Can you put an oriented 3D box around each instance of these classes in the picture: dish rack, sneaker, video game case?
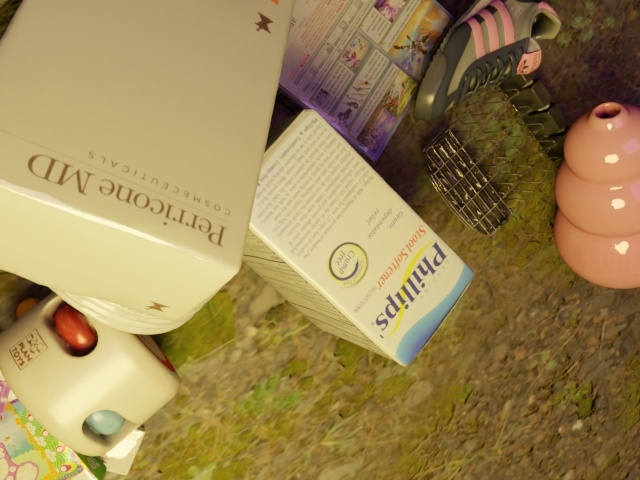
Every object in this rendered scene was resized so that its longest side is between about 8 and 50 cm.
[{"bbox_3d":[0.293,-0.150,0.980,0.271,0.074,0.208,-44,103,-12],"label":"dish rack"},{"bbox_3d":[0.258,-0.278,0.891,0.131,0.112,0.319,32,66,14],"label":"sneaker"},{"bbox_3d":[0.048,-0.294,0.891,0.244,0.061,0.269,35,80,-17],"label":"video game case"}]

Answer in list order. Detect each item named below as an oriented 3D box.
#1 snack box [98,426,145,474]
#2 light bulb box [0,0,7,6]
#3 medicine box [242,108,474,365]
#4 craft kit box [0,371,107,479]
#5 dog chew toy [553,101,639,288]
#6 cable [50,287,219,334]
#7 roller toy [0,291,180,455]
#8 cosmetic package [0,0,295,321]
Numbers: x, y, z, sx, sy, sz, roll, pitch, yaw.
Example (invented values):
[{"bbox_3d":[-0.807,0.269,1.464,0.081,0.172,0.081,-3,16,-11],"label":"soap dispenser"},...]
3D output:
[{"bbox_3d":[-0.332,0.258,0.790,0.178,0.022,0.064,24,86,-19],"label":"snack box"},{"bbox_3d":[-0.337,-0.424,0.560,0.225,0.358,0.361,30,76,-38],"label":"light bulb box"},{"bbox_3d":[0.000,0.000,0.774,0.289,0.263,0.149,43,77,-16],"label":"medicine box"},{"bbox_3d":[-0.441,0.271,0.720,0.250,0.061,0.246,-35,100,-8],"label":"craft kit box"},{"bbox_3d":[0.465,-0.073,0.930,0.206,0.206,0.332,-44,133,-13],"label":"dog chew toy"},{"bbox_3d":[-0.235,-0.004,0.698,0.257,0.257,0.089,39,108,-10],"label":"cable"},{"bbox_3d":[-0.283,0.151,0.715,0.146,0.191,0.209,-40,104,-14],"label":"roller toy"},{"bbox_3d":[-0.171,-0.176,0.593,0.230,0.161,0.453,22,57,-25],"label":"cosmetic package"}]
